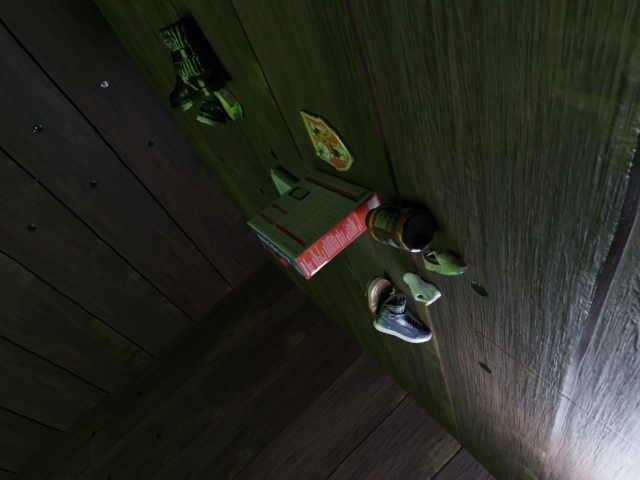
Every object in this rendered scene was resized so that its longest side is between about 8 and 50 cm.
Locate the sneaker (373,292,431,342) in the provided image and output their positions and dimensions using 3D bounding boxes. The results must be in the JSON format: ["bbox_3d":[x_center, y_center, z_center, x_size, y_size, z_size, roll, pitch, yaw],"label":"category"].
[{"bbox_3d":[0.331,0.293,1.635,0.226,0.086,0.164,15,122,1],"label":"sneaker"}]

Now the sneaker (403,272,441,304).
[{"bbox_3d":[0.307,0.150,1.361,0.152,0.061,0.054,34,163,54],"label":"sneaker"}]

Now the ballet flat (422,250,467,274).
[{"bbox_3d":[0.307,0.053,1.095,0.053,0.057,0.168,61,166,-8],"label":"ballet flat"}]

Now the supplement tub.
[{"bbox_3d":[0.191,-0.039,1.099,0.106,0.106,0.198,55,166,-24],"label":"supplement tub"}]

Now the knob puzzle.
[{"bbox_3d":[0.021,-0.262,1.203,0.213,0.030,0.213,46,167,14],"label":"knob puzzle"}]

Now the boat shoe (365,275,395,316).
[{"bbox_3d":[0.227,0.228,1.740,0.123,0.123,0.342,39,170,35],"label":"boat shoe"}]

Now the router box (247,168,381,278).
[{"bbox_3d":[-0.027,-0.069,1.310,0.335,0.301,0.082,34,159,52],"label":"router box"}]

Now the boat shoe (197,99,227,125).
[{"bbox_3d":[-0.443,-0.542,1.810,0.114,0.091,0.302,19,-165,-15],"label":"boat shoe"}]

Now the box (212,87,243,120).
[{"bbox_3d":[-0.370,-0.549,1.682,0.179,0.043,0.105,47,168,5],"label":"box"}]

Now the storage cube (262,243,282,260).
[{"bbox_3d":[-0.151,-0.026,1.860,0.184,0.215,0.193,46,174,10],"label":"storage cube"}]

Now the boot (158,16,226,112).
[{"bbox_3d":[-0.505,-0.631,1.566,0.347,0.131,0.260,-4,128,46],"label":"boot"}]

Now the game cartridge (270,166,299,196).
[{"bbox_3d":[-0.101,-0.170,1.843,0.196,0.060,0.294,44,167,38],"label":"game cartridge"}]
